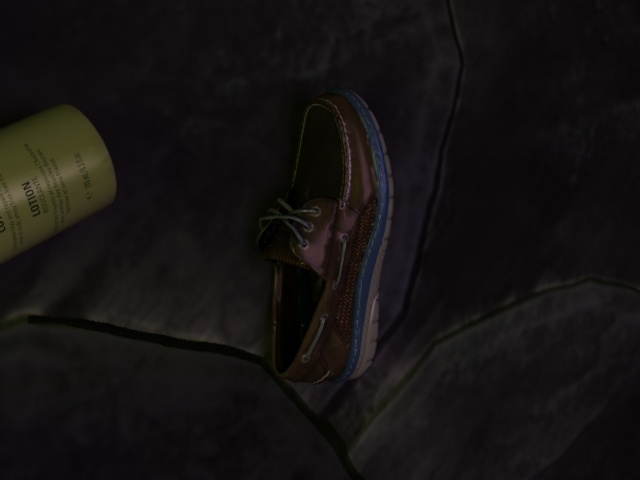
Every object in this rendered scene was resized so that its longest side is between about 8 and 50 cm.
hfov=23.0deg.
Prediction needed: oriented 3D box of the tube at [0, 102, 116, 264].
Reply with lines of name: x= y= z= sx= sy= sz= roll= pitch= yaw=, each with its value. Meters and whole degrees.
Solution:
tube: x=-0.212 y=0.006 z=0.775 sx=0.240 sy=0.062 sz=0.070 roll=-29 pitch=73 yaw=-31

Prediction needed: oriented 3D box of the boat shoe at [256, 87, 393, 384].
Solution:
boat shoe: x=0.000 y=0.000 z=0.955 sx=0.066 sy=0.066 sz=0.183 roll=-8 pitch=101 yaw=-39
